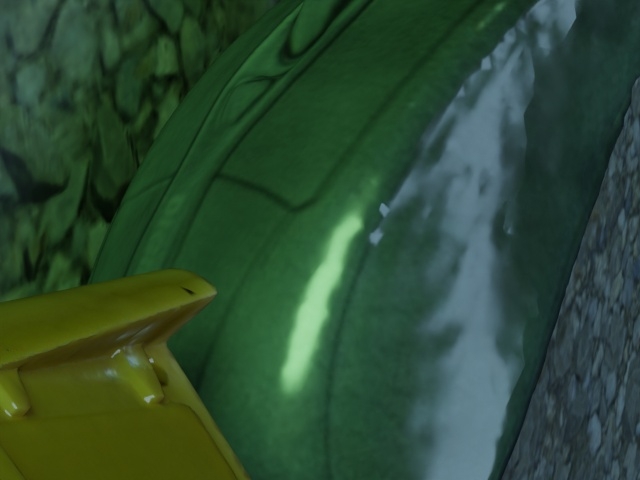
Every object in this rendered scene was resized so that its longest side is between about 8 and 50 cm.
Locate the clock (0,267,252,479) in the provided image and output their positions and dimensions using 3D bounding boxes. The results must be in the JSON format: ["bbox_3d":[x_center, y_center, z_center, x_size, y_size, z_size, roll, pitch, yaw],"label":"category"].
[{"bbox_3d":[-0.113,0.137,0.381,0.200,0.244,0.317,-42,163,18],"label":"clock"}]

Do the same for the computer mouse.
[{"bbox_3d":[0.000,0.000,0.651,0.122,0.188,0.371,36,69,-33],"label":"computer mouse"}]
